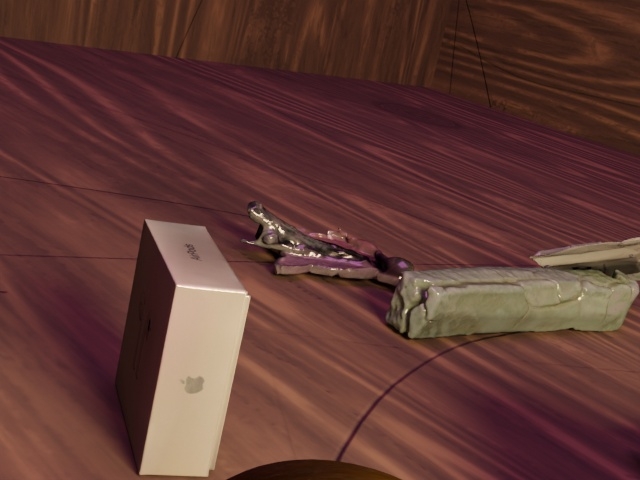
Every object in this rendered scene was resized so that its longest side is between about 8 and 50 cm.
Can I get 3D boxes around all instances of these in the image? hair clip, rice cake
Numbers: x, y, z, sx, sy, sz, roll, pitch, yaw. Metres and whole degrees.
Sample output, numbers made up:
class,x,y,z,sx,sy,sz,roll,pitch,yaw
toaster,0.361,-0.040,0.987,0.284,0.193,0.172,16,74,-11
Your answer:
class,x,y,z,sx,sy,sz,roll,pitch,yaw
hair clip,-0.003,0.008,1.120,0.187,0.056,0.146,17,12,-19
rice cake,0.215,0.064,1.047,0.336,0.066,0.063,0,28,-36

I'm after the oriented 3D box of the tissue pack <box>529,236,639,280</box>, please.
class,x,y,z,sx,sy,sz,roll,pitch,yaw
tissue pack,0.318,0.027,1.162,0.123,0.026,0.193,-8,-15,17

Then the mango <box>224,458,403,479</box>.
class,x,y,z,sx,sy,sz,roll,pitch,yaw
mango,-0.018,0.161,0.271,0.222,0.198,0.384,-6,5,2

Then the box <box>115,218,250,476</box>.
class,x,y,z,sx,sy,sz,roll,pitch,yaw
box,-0.097,0.068,0.666,0.051,0.129,0.130,6,17,-22
